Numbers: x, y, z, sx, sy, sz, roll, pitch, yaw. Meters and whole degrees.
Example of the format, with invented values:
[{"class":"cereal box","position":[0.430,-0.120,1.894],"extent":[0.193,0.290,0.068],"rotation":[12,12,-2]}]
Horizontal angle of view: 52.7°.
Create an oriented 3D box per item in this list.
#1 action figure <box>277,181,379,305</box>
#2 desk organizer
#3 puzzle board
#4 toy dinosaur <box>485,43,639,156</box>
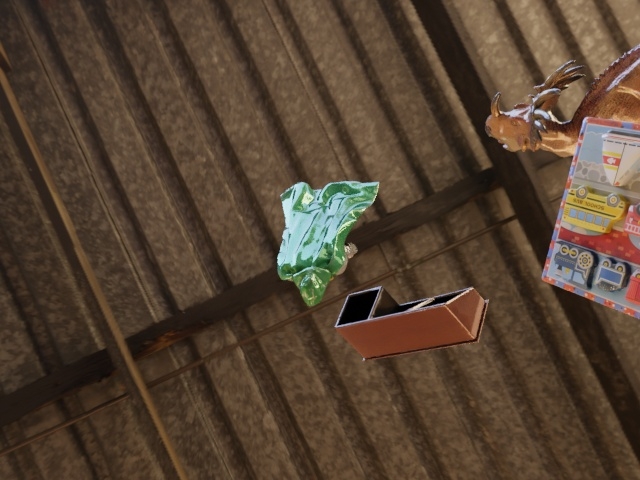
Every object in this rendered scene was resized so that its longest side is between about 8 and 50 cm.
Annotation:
[{"class":"action figure","position":[0.000,0.000,0.780],"extent":[0.137,0.232,0.064],"rotation":[-10,-62,15]},{"class":"desk organizer","position":[0.079,0.068,0.584],"extent":[0.050,0.130,0.047],"rotation":[47,-133,-24]},{"class":"puzzle board","position":[0.172,-0.006,0.318],"extent":[0.011,0.128,0.097],"rotation":[1,-75,-34]},{"class":"toy dinosaur","position":[0.354,-0.167,0.756],"extent":[0.200,0.127,0.295],"rotation":[43,-66,-9]}]
